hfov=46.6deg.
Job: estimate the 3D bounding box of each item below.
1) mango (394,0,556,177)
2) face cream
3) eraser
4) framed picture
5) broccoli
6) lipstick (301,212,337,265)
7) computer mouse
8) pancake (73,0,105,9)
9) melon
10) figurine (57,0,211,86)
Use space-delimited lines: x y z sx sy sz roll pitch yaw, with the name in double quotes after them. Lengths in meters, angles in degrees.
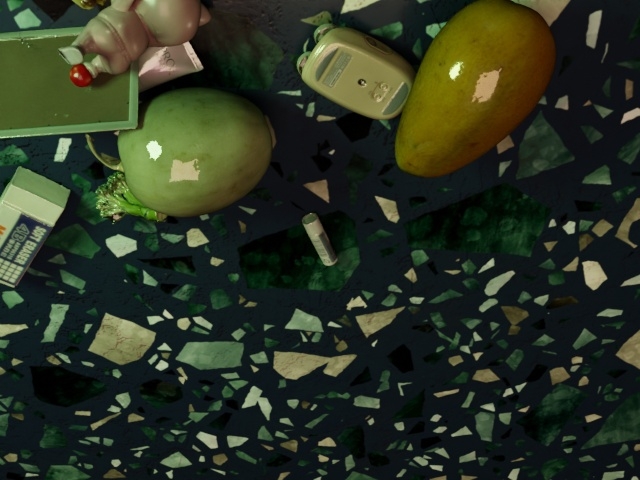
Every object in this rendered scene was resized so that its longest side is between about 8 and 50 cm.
0.279 -0.273 1.398 0.221 0.264 0.378 42 119 12 "mango"
-0.357 -0.324 1.454 0.244 0.058 0.092 -24 121 8 "face cream"
-0.676 -0.025 1.654 0.124 0.081 0.279 28 122 -23 "eraser"
-0.481 -0.294 1.379 0.297 0.232 0.019 -4 160 1 "framed picture"
-0.385 -0.077 1.568 0.118 0.204 0.122 -39 130 -30 "broccoli"
0.000 0.000 1.736 0.040 0.040 0.141 -19 127 12 "lipstick"
0.076 -0.327 1.452 0.237 0.082 0.145 21 125 -20 "computer mouse"
-0.403 -0.559 1.276 0.245 0.057 0.266 -31 129 9 "pancake"
-0.249 -0.172 1.451 0.308 0.271 0.271 -16 128 18 "melon"
-0.340 -0.392 1.311 0.287 0.186 0.176 -45 144 -11 "figurine"
